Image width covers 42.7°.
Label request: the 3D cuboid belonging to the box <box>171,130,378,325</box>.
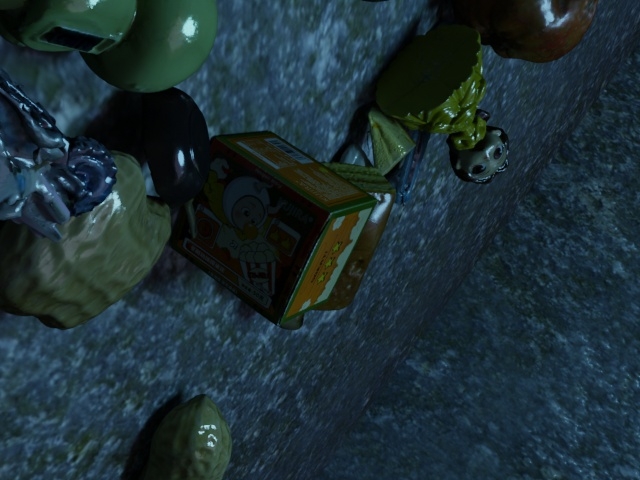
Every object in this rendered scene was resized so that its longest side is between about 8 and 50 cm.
[{"bbox_3d":[-0.064,-0.021,1.091,0.148,0.195,0.177,-19,140,-60],"label":"box"}]

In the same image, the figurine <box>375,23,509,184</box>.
[{"bbox_3d":[0.248,-0.203,1.427,0.315,0.168,0.187,43,71,-48],"label":"figurine"}]

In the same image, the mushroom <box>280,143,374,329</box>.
[{"bbox_3d":[0.000,0.000,1.433,0.159,0.122,0.328,40,82,-34],"label":"mushroom"}]

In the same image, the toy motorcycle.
[{"bbox_3d":[-0.294,-0.051,0.641,0.204,0.108,0.239,-42,129,-1],"label":"toy motorcycle"}]

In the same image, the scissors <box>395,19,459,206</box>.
[{"bbox_3d":[0.207,-0.246,1.544,0.180,0.032,0.392,-20,132,-54],"label":"scissors"}]

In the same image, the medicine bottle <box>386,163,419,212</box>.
[{"bbox_3d":[0.115,-0.071,1.647,0.220,0.061,0.092,-46,-177,-25],"label":"medicine bottle"}]

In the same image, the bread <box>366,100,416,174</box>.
[{"bbox_3d":[0.097,-0.169,1.389,0.080,0.109,0.084,-40,-176,26],"label":"bread"}]

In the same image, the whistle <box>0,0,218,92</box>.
[{"bbox_3d":[-0.194,-0.208,0.653,0.294,0.141,0.141,18,106,-52],"label":"whistle"}]

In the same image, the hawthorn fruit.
[{"bbox_3d":[0.341,-0.425,1.348,0.258,0.258,0.261,87,22,-60],"label":"hawthorn fruit"}]

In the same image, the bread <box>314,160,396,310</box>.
[{"bbox_3d":[-0.007,-0.004,1.264,0.184,0.110,0.234,7,125,-20],"label":"bread"}]

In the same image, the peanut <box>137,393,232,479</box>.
[{"bbox_3d":[-0.239,0.402,1.428,0.152,0.152,0.313,-25,144,-55],"label":"peanut"}]

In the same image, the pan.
[{"bbox_3d":[-0.146,-0.092,0.917,0.202,0.048,0.128,67,21,-71],"label":"pan"}]

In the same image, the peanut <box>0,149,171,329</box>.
[{"bbox_3d":[-0.243,0.007,0.854,0.196,0.110,0.233,-52,158,-11],"label":"peanut"}]
